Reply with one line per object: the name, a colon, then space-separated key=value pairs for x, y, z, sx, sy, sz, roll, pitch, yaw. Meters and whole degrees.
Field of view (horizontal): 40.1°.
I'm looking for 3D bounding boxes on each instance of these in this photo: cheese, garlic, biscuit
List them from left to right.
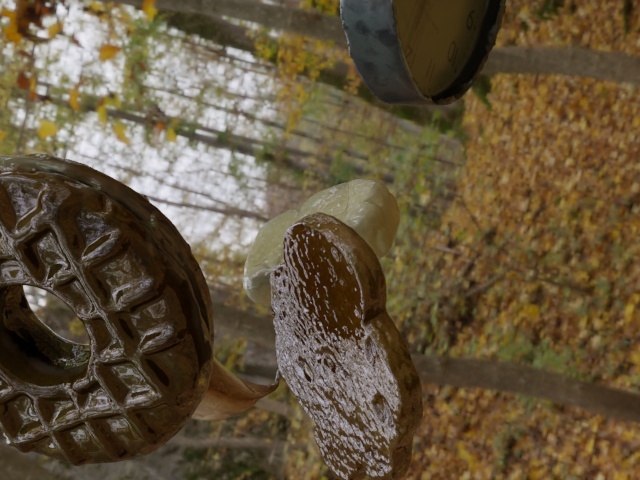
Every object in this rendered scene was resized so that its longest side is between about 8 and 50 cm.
biscuit: x=-0.255 y=0.075 z=0.852 sx=0.103 sy=0.332 sz=0.332 roll=-59 pitch=-18 yaw=-61
garlic: x=-0.172 y=0.190 z=1.196 sx=0.115 sy=0.207 sz=0.128 roll=-43 pitch=15 yaw=25
cheese: x=0.001 y=0.001 z=1.372 sx=0.093 sy=0.263 sz=0.159 roll=51 pitch=-158 yaw=-30
biscuit: x=0.024 y=0.109 z=0.799 sx=0.041 sy=0.208 sz=0.290 roll=-22 pitch=-53 yaw=-27

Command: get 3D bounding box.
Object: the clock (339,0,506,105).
clock: x=0.126 y=-0.302 z=0.970 sx=0.312 sy=0.061 sz=0.312 roll=-26 pitch=-59 yaw=-52
